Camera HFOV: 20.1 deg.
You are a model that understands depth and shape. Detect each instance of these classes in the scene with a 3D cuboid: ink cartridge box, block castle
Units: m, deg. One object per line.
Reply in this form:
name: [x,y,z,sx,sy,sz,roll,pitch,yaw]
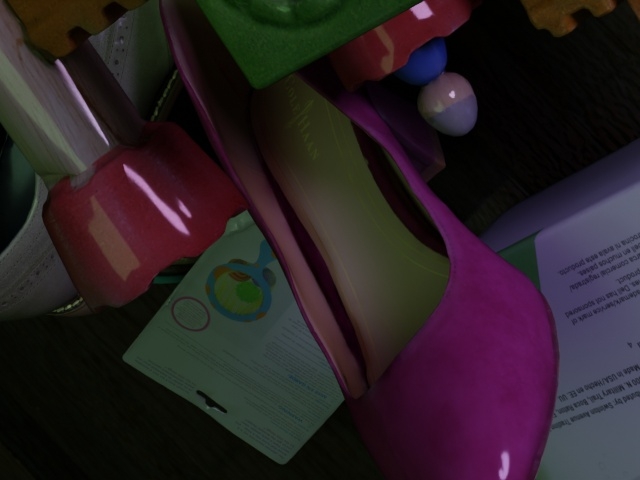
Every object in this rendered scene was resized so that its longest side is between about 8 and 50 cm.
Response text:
ink cartridge box: [0.223,0.089,1.002,0.211,0.121,0.289,-29,98,46]
block castle: [0.082,-0.138,0.730,0.453,0.303,0.213,-24,104,47]

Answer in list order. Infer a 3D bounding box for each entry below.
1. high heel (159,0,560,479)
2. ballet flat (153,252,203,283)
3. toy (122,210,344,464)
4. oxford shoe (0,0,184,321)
high heel: [0.000,0.000,0.938,0.181,0.377,0.127,28,112,-27]
ballet flat: [-0.217,-0.045,1.287,0.348,0.123,0.123,7,123,36]
toy: [-0.014,0.034,1.196,0.137,0.056,0.237,35,128,-7]
oxford shoe: [-0.153,-0.132,1.077,0.140,0.146,0.397,18,106,30]
